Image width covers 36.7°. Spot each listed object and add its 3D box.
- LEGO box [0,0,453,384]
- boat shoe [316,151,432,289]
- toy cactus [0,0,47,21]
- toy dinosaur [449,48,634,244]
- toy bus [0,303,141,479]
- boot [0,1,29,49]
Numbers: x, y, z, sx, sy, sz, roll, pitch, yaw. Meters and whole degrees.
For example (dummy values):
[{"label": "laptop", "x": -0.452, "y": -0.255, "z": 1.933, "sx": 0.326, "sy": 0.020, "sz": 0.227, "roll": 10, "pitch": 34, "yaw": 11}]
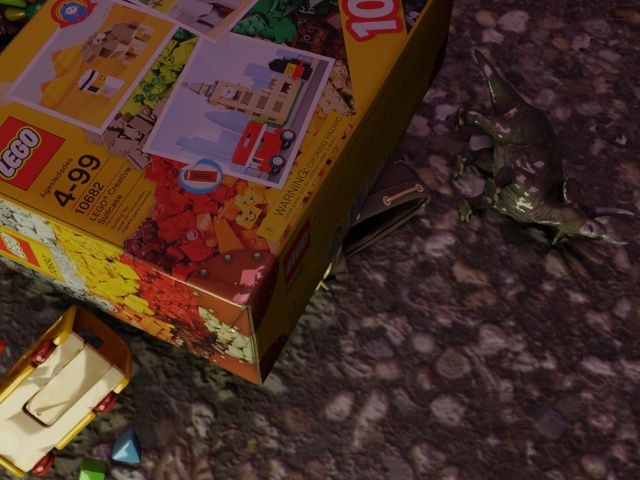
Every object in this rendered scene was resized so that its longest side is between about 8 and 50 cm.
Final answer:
[{"label": "LEGO box", "x": -0.117, "y": -0.153, "z": 1.060, "sx": 0.373, "sy": 0.193, "sz": 0.500, "roll": 23, "pitch": 62, "yaw": 13}, {"label": "boat shoe", "x": 0.000, "y": 0.000, "z": 1.159, "sx": 0.097, "sy": 0.116, "sz": 0.324, "roll": 42, "pitch": 60, "yaw": 19}, {"label": "toy cactus", "x": -0.331, "y": -0.304, "z": 1.295, "sx": 0.219, "sy": 0.112, "sz": 0.180, "roll": -8, "pitch": 86, "yaw": -38}, {"label": "toy dinosaur", "x": 0.258, "y": -0.104, "z": 1.259, "sx": 0.160, "sy": 0.121, "sz": 0.313, "roll": -4, "pitch": 58, "yaw": -22}, {"label": "toy bus", "x": -0.296, "y": 0.166, "z": 1.041, "sx": 0.202, "sy": 0.190, "sz": 0.104, "roll": -1, "pitch": 19, "yaw": -7}, {"label": "boot", "x": -0.445, "y": -0.373, "z": 1.341, "sx": 0.248, "sy": 0.090, "sz": 0.207, "roll": -35, "pitch": 85, "yaw": -26}]
